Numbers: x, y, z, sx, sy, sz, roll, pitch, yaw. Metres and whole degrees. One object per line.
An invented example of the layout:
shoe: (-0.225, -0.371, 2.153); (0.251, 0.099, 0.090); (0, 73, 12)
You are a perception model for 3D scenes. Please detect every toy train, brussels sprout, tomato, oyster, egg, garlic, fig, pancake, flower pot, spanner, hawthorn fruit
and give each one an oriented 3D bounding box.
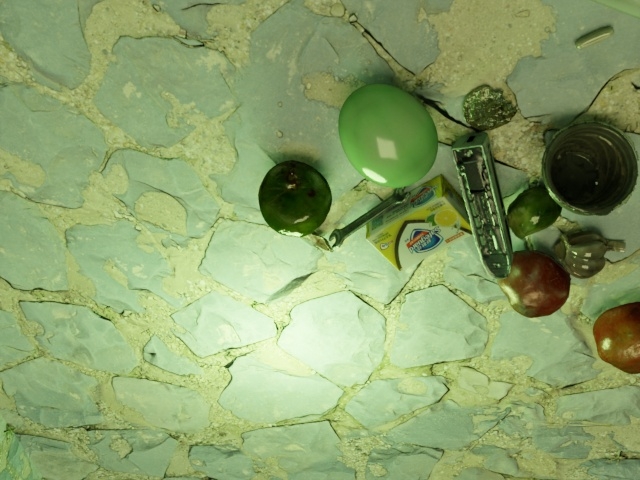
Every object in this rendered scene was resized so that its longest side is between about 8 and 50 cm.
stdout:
toy train: (0.437, -0.084, 1.821); (0.087, 0.088, 0.406); (-3, 121, 30)
brussels sprout: (0.564, -0.080, 1.838); (0.155, 0.155, 0.117); (-24, 90, 26)
tomato: (0.608, 0.141, 1.990); (0.214, 0.155, 0.181); (31, 146, -18)
oyster: (-0.001, 0.001, 2.037); (0.093, 0.034, 0.051); (45, 163, -17)
egg: (0.160, -0.251, 1.664); (0.220, 0.220, 0.270); (-32, 115, 31)
garlic: (0.762, 0.039, 1.934); (0.194, 0.127, 0.131); (-1, 130, -13)
fig: (-0.059, -0.103, 1.900); (0.203, 0.203, 0.235); (-2, 172, 9)
pancake: (0.409, -0.320, 1.702); (0.116, 0.022, 0.129); (-28, 124, 32)
flower pot: (0.644, -0.167, 1.705); (0.236, 0.235, 0.140); (5, 175, 3)
spanner: (0.132, -0.065, 1.948); (0.017, 0.071, 0.302); (30, 129, -35)
hawthorn fruit: (0.948, 0.269, 2.060); (0.211, 0.210, 0.262); (21, 132, -12)

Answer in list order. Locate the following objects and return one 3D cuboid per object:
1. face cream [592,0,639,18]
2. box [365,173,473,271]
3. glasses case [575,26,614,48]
face cream: (0.507, -0.567, 1.375); (0.370, 0.145, 0.145); (16, 133, -9)
box: (0.276, -0.045, 1.924); (0.265, 0.097, 0.168); (-28, 123, 29)
glasses case: (0.611, -0.452, 1.547); (0.083, 0.032, 0.021); (-21, 123, 24)
